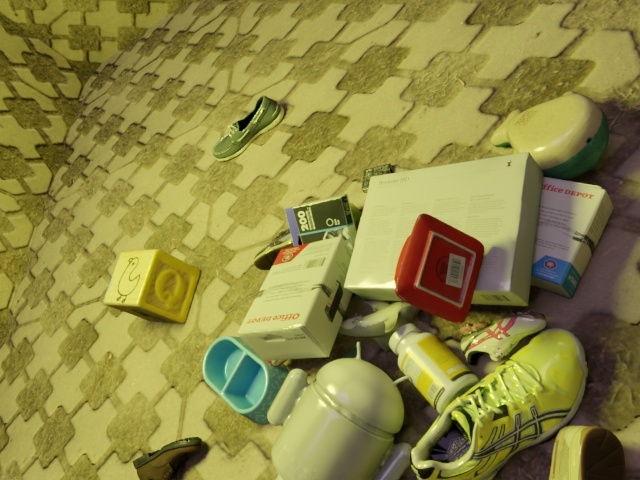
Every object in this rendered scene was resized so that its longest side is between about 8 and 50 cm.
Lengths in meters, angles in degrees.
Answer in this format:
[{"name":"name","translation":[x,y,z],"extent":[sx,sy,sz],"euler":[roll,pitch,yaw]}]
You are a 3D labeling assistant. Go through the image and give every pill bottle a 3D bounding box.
[{"name":"pill bottle","translation":[0.223,0.254,1.045],"extent":[0.103,0.103,0.184],"euler":[-49,46,6]}]

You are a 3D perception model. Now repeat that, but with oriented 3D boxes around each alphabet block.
[{"name":"alphabet block","translation":[-0.540,0.149,1.660],"extent":[0.197,0.193,0.192],"euler":[-4,65,37]}]

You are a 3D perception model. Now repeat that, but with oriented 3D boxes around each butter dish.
[{"name":"butter dish","translation":[0.193,0.054,0.930],"extent":[0.118,0.159,0.160],"euler":[-14,55,65]}]

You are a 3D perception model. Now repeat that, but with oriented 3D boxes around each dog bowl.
[{"name":"dog bowl","translation":[-0.206,0.355,1.356],"extent":[0.297,0.074,0.166],"euler":[25,83,44]}]

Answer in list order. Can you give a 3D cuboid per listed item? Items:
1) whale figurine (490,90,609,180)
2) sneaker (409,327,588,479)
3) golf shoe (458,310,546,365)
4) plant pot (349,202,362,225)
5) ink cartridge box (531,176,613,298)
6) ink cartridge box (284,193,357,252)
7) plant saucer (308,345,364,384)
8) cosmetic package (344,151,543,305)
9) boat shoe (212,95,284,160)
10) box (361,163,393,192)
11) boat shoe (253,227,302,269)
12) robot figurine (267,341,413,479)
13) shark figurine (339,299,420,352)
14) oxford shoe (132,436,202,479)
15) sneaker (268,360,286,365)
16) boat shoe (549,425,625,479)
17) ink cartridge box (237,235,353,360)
[{"name":"whale figurine","translation":[0.486,-0.214,1.102],"extent":[0.216,0.141,0.272],"euler":[-51,21,2]},{"name":"sneaker","translation":[0.318,0.307,0.908],"extent":[0.385,0.147,0.145],"euler":[-49,44,2]},{"name":"golf shoe","translation":[0.354,0.189,0.993],"extent":[0.186,0.067,0.086],"euler":[-33,53,47]},{"name":"plant pot","translation":[0.069,-0.057,1.372],"extent":[0.079,0.083,0.083],"euler":[-40,46,-4]},{"name":"ink cartridge box","translation":[0.457,-0.011,1.016],"extent":[0.148,0.086,0.203],"euler":[23,82,46]},{"name":"ink cartridge box","translation":[0.000,0.000,1.335],"extent":[0.208,0.045,0.206],"euler":[-10,98,35]},{"name":"plant saucer","translation":[0.031,0.334,1.216],"extent":[0.192,0.018,0.067],"euler":[-41,47,12]},{"name":"cosmetic package","translation":[0.248,-0.016,1.078],"extent":[0.377,0.097,0.285],"euler":[-3,66,42]},{"name":"boat shoe","translation":[-0.278,-0.399,1.821],"extent":[0.319,0.099,0.116],"euler":[-30,51,23]},{"name":"box","translation":[0.154,-0.169,1.399],"extent":[0.083,0.018,0.067],"euler":[-10,60,35]},{"name":"boat shoe","translation":[-0.092,0.008,1.462],"extent":[0.223,0.080,0.073],"euler":[-30,45,16]},{"name":"robot figurine","translation":[0.037,0.391,1.046],"extent":[0.300,0.200,0.353],"euler":[31,90,9]},{"name":"shark figurine","translation":[0.111,0.204,1.174],"extent":[0.278,0.116,0.166],"euler":[-14,24,24]},{"name":"oxford shoe","translation":[-0.400,0.596,1.387],"extent":[0.227,0.083,0.096],"euler":[-33,69,21]},{"name":"sneaker","translation":[-0.108,0.197,1.350],"extent":[0.118,0.107,0.279],"euler":[113,168,-48]},{"name":"boat shoe","translation":[0.402,0.446,0.806],"extent":[0.098,0.109,0.302],"euler":[132,154,-69]},{"name":"ink cartridge box","translation":[-0.043,0.136,1.200],"extent":[0.197,0.114,0.273],"euler":[-13,36,36]}]
